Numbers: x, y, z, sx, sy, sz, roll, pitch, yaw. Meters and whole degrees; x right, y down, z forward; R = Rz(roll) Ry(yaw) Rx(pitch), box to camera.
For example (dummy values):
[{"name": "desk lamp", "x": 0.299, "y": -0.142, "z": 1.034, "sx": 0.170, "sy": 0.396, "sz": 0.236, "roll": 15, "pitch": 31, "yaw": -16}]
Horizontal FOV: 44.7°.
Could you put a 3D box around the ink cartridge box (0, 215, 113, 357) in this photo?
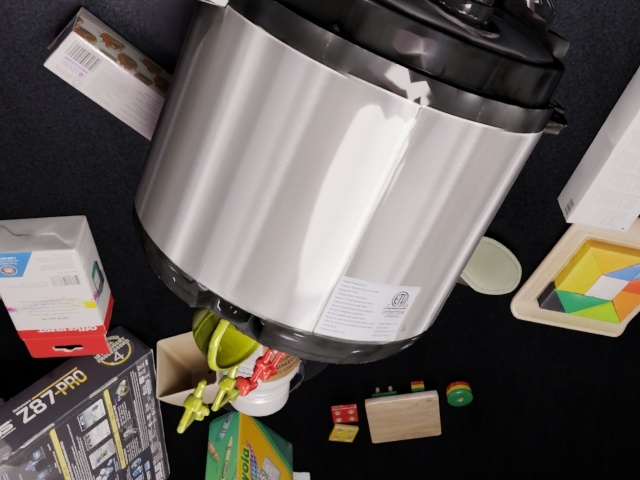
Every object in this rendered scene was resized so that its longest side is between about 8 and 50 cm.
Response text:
[{"name": "ink cartridge box", "x": -0.398, "y": 0.075, "z": 1.175, "sx": 0.134, "sy": 0.078, "sz": 0.231, "roll": -3, "pitch": 133, "yaw": 0}]

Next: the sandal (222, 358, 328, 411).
[{"name": "sandal", "x": -0.078, "y": 0.247, "z": 1.372, "sx": 0.254, "sy": 0.054, "sz": 0.097, "roll": -37, "pitch": 125, "yaw": 27}]

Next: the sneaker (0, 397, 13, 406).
[{"name": "sneaker", "x": -0.590, "y": 0.281, "z": 1.316, "sx": 0.145, "sy": 0.090, "sz": 0.270, "roll": -26, "pitch": 112, "yaw": -23}]

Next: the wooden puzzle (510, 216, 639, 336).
[{"name": "wooden puzzle", "x": 0.453, "y": 0.062, "z": 1.243, "sx": 0.221, "sy": 0.044, "sz": 0.238, "roll": 12, "pitch": 131, "yaw": -14}]

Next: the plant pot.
[{"name": "plant pot", "x": -0.205, "y": 0.225, "z": 1.315, "sx": 0.109, "sy": 0.109, "sz": 0.096, "roll": -16, "pitch": 142, "yaw": 11}]

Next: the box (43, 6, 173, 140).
[{"name": "box", "x": -0.188, "y": -0.158, "z": 0.982, "sx": 0.324, "sy": 0.063, "sz": 0.067, "roll": 35, "pitch": 124, "yaw": -30}]

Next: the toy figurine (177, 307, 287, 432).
[{"name": "toy figurine", "x": -0.123, "y": 0.057, "z": 0.982, "sx": 0.217, "sy": 0.362, "sz": 0.191, "roll": 38, "pitch": 114, "yaw": 16}]

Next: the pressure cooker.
[{"name": "pressure cooker", "x": 0.038, "y": -0.135, "z": 0.794, "sx": 0.376, "sy": 0.370, "sz": 0.420, "roll": 32, "pitch": 116, "yaw": 16}]

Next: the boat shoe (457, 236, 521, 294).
[{"name": "boat shoe", "x": 0.203, "y": 0.022, "z": 1.176, "sx": 0.228, "sy": 0.069, "sz": 0.081, "roll": 20, "pitch": 89, "yaw": -26}]

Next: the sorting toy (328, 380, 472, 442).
[{"name": "sorting toy", "x": 0.145, "y": 0.320, "z": 1.460, "sx": 0.275, "sy": 0.046, "sz": 0.132, "roll": -9, "pitch": 133, "yaw": 4}]

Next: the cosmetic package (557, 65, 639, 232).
[{"name": "cosmetic package", "x": 0.426, "y": -0.121, "z": 1.059, "sx": 0.099, "sy": 0.060, "sz": 0.239, "roll": 11, "pitch": 131, "yaw": -11}]

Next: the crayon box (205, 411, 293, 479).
[{"name": "crayon box", "x": -0.130, "y": 0.470, "z": 1.425, "sx": 0.081, "sy": 0.278, "sz": 0.165, "roll": -29, "pitch": 129, "yaw": 23}]

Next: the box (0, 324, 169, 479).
[{"name": "box", "x": -0.412, "y": 0.374, "z": 1.314, "sx": 0.097, "sy": 0.318, "sz": 0.395, "roll": 32, "pitch": 140, "yaw": 25}]

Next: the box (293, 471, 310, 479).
[{"name": "box", "x": -0.088, "y": 0.567, "z": 1.591, "sx": 0.130, "sy": 0.170, "sz": 0.091, "roll": 7, "pitch": 131, "yaw": -10}]

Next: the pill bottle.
[{"name": "pill bottle", "x": -0.095, "y": 0.161, "z": 1.221, "sx": 0.131, "sy": 0.131, "sz": 0.229, "roll": 1, "pitch": 126, "yaw": -5}]
